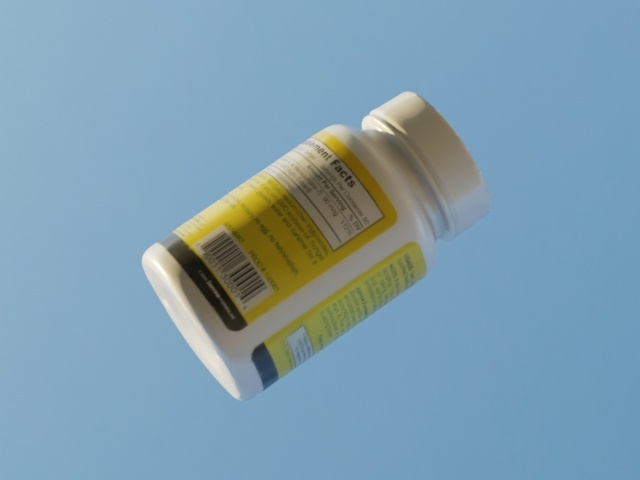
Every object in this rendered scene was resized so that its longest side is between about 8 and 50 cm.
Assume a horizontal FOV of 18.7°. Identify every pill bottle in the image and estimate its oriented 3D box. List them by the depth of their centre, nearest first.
[{"bbox_3d":[0.000,0.000,1.261,0.208,0.119,0.119,-34,-114,-11],"label":"pill bottle"}]
